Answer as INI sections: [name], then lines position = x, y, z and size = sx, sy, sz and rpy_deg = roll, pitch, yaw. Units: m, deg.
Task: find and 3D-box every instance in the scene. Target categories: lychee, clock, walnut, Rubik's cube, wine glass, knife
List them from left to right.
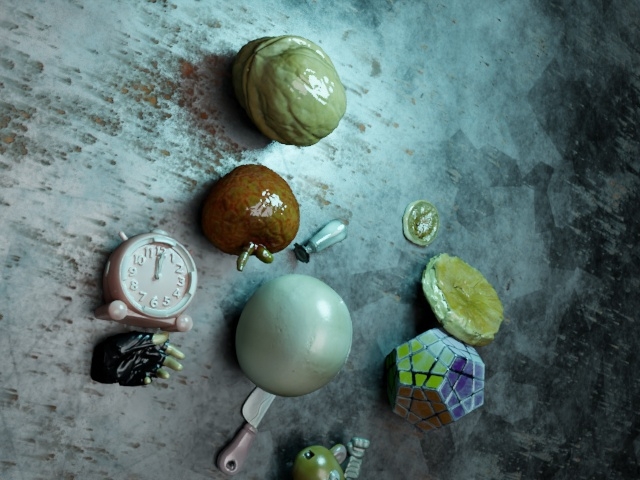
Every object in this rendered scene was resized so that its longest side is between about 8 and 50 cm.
[clock]
position = -0.417, 0.092, 1.669
size = 0.227, 0.142, 0.241
rpy_deg = 16, 73, -35
[lychee]
position = -0.176, -0.061, 1.743
size = 0.255, 0.255, 0.300
rpy_deg = 17, 43, -31
[knife]
position = -0.185, 0.479, 1.881
size = 0.081, 0.043, 0.336
rpy_deg = 38, 65, -20
[walnut]
position = -0.082, -0.389, 1.775
size = 0.313, 0.252, 0.277
rpy_deg = 34, 28, -49
[wine glass]
position = 0.000, 0.000, 1.962
size = 0.155, 0.072, 0.072
rpy_deg = -33, 108, -28
[Rubik's cube]
position = 0.342, 0.416, 2.069
size = 0.318, 0.319, 0.264
rpy_deg = -19, 75, -31

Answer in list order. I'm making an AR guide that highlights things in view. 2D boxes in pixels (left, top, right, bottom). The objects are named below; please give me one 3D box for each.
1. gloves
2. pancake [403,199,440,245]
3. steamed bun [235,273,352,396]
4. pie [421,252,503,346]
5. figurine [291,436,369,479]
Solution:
[gloves]
position = -0.432, 0.285, 1.660
size = 0.203, 0.124, 0.164
rpy_deg = 7, 118, -35
[pancake]
position = 0.324, -0.056, 2.191
size = 0.151, 0.025, 0.152
rpy_deg = 0, 89, -33
[steamed bun]
position = -0.083, 0.240, 1.762
size = 0.206, 0.324, 0.325
rpy_deg = 21, 79, -41
[pie]
position = 0.453, 0.184, 2.165
size = 0.339, 0.083, 0.340
rpy_deg = 28, 41, -28
[figurine]
position = 0.010, 0.697, 1.916
size = 0.342, 0.167, 0.285
rpy_deg = -44, 122, -47
